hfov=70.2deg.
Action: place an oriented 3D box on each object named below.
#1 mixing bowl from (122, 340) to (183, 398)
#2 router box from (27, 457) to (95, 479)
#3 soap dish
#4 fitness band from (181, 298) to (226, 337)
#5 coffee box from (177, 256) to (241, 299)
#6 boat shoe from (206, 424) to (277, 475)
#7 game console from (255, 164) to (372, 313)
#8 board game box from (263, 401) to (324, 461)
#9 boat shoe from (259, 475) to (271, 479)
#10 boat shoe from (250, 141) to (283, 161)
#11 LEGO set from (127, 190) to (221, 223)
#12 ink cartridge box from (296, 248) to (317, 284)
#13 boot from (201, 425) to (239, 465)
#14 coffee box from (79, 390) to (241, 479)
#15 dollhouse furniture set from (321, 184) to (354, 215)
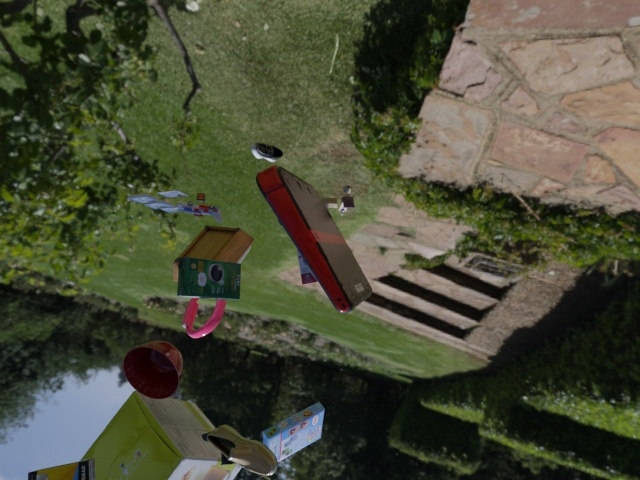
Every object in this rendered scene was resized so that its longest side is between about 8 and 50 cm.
[{"bbox_3d":[-0.484,0.372,1.369,0.181,0.181,0.098,14,-158,9],"label":"mixing bowl"},{"bbox_3d":[-0.589,0.609,1.042,0.133,0.179,0.046,-8,163,-10],"label":"router box"},{"bbox_3d":[-0.440,0.059,1.858,0.229,0.291,0.118,6,133,27],"label":"soap dish"},{"bbox_3d":[-0.534,0.317,2.112,0.209,0.291,0.054,-23,127,20],"label":"fitness band"},{"bbox_3d":[-0.317,0.113,1.311,0.184,0.113,0.040,9,163,-40],"label":"coffee box"},{"bbox_3d":[-0.194,0.510,1.091,0.190,0.068,0.072,14,178,27],"label":"boat shoe"},{"bbox_3d":[0.000,0.000,1.057,0.060,0.342,0.386,-30,172,11],"label":"game console"},{"bbox_3d":[-0.088,0.637,1.493,0.211,0.160,0.039,-16,-142,-30],"label":"board game box"},{"bbox_3d":[-0.205,1.013,1.845,0.049,0.056,0.152,-20,-154,-41],"label":"boat shoe"},{"bbox_3d":[-0.153,-0.259,1.309,0.040,0.049,0.142,-16,175,19],"label":"boat shoe"},{"bbox_3d":[-0.413,-0.096,1.342,0.244,0.060,0.182,-3,167,24],"label":"LEGO set"},{"bbox_3d":[-0.001,0.060,1.658,0.128,0.176,0.127,-11,176,23],"label":"ink cartridge box"},{"bbox_3d":[-0.286,0.607,1.339,0.121,0.099,0.045,-11,162,-1],"label":"boot"},{"bbox_3d":[-0.544,0.770,1.545,0.338,0.337,0.334,32,172,36],"label":"coffee box"},{"bbox_3d":[0.040,-0.124,1.474,0.114,0.091,0.081,1,151,-15],"label":"dollhouse furniture set"}]
